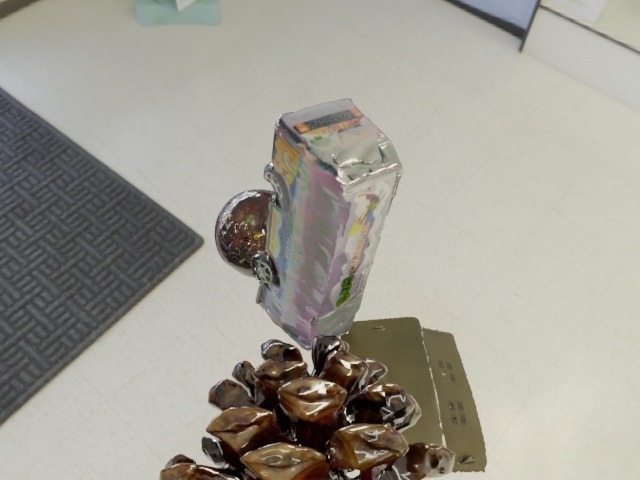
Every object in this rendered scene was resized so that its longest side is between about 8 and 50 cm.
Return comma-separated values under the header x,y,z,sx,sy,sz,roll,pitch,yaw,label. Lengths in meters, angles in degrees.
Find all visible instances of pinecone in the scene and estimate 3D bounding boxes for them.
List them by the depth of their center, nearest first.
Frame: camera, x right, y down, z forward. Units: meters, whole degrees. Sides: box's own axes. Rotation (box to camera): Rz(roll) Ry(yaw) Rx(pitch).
x,y,z,sx,sy,sz,roll,pitch,yaw,label
-0.008,0.158,0.404,0.208,0.207,0.207,1,56,-1,pinecone

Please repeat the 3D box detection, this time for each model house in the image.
x,y,z,sx,sy,sz,roll,pitch,yaw,label
0.059,0.225,0.791,0.244,0.204,0.211,16,54,-39,model house

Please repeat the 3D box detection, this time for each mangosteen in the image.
x,y,z,sx,sy,sz,roll,pitch,yaw,label
-0.104,-0.018,1.051,0.173,0.172,0.184,17,29,10,mangosteen

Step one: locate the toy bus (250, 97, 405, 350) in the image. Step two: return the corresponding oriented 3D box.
x,y,z,sx,sy,sz,roll,pitch,yaw,label
0.000,0.000,0.679,0.113,0.316,0.138,-23,55,-27,toy bus
